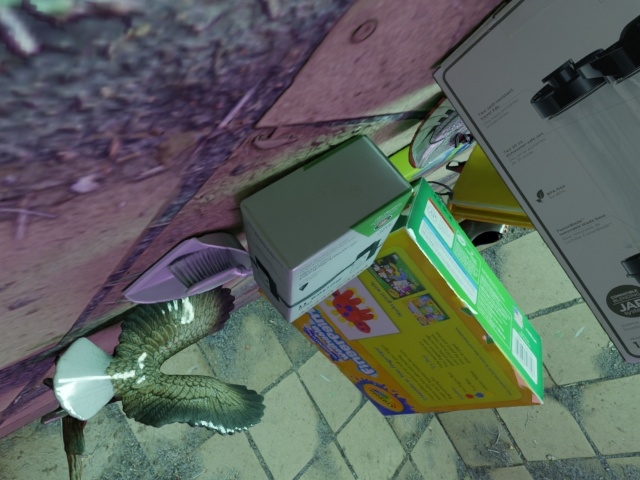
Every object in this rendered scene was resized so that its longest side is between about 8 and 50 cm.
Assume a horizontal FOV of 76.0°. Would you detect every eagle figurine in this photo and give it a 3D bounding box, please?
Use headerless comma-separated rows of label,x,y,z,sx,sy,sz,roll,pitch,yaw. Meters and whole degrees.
eagle figurine,-0.247,0.201,0.645,0.298,0.227,0.225,-12,-154,-20

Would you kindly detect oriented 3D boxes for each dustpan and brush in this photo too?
dustpan and brush,-0.124,0.036,0.536,0.147,0.060,0.211,-34,175,29

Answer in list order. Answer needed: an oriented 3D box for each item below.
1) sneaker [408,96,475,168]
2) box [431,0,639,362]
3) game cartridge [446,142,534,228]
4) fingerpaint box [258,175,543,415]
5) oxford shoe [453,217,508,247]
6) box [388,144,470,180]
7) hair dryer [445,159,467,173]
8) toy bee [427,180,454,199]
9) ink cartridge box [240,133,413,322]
sneaker,0.202,-0.146,0.466,0.225,0.093,0.088,-31,175,10
box,0.241,-0.070,0.310,0.087,0.290,0.169,-28,173,-44
game cartridge,0.461,-0.139,0.898,0.285,0.053,0.324,12,-138,28
fingerpaint box,0.161,0.148,0.830,0.371,0.445,0.163,-27,-156,40
oxford shoe,0.406,-0.048,0.944,0.271,0.098,0.097,-30,145,-2
box,0.182,-0.145,0.658,0.178,0.042,0.109,-30,176,1
hair dryer,0.446,-0.168,1.077,0.223,0.080,0.293,-12,-160,25
toy bee,0.161,-0.034,0.907,0.298,0.195,0.162,35,74,-79
ink cartridge box,0.000,0.000,0.475,0.153,0.087,0.208,-34,163,-17
